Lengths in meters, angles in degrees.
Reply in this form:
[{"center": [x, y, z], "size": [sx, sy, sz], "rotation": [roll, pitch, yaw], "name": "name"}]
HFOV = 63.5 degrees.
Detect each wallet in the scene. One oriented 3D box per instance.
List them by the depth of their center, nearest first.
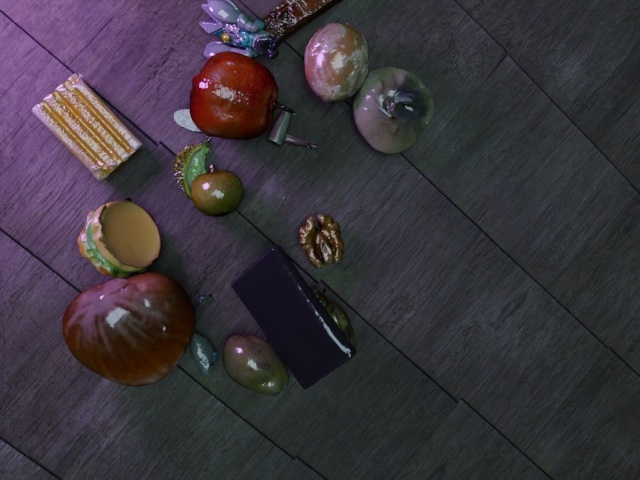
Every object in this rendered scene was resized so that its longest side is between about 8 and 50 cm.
[{"center": [-0.087, 0.236, 1.584], "size": [0.228, 0.062, 0.406], "rotation": [-40, 80, 27], "name": "wallet"}]

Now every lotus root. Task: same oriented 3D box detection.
[{"center": [0.016, 0.269, 1.655], "size": [0.154, 0.154, 0.278], "rotation": [-24, 94, -7], "name": "lotus root"}]

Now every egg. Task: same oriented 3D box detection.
[{"center": [0.046, -0.538, 1.571], "size": [0.203, 0.203, 0.245], "rotation": [13, 83, -10], "name": "egg"}]

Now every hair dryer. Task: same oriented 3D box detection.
[{"center": [-0.083, -0.332, 1.649], "size": [0.154, 0.054, 0.106], "rotation": [28, 85, -20], "name": "hair dryer"}]

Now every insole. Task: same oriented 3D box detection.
[{"center": [-0.359, -0.368, 1.615], "size": [0.193, 0.006, 0.065], "rotation": [9, 92, -10], "name": "insole"}]

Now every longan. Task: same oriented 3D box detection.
[{"center": [-0.314, -0.155, 1.572], "size": [0.154, 0.145, 0.176], "rotation": [3, 74, -34], "name": "longan"}]

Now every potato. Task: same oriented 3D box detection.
[{"center": [-0.202, 0.388, 1.604], "size": [0.235, 0.178, 0.160], "rotation": [36, 101, 2], "name": "potato"}]

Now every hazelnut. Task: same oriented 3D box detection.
[{"center": [-0.534, 0.242, 1.474], "size": [0.372, 0.372, 0.315], "rotation": [-30, 60, -6], "name": "hazelnut"}]

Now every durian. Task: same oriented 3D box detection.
[{"center": [-0.399, -0.234, 1.597], "size": [0.100, 0.086, 0.215], "rotation": [9, 97, -43], "name": "durian"}]

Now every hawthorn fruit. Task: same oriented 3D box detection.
[{"center": [-0.220, -0.406, 1.507], "size": [0.300, 0.254, 0.254], "rotation": [17, 91, 2], "name": "hawthorn fruit"}]

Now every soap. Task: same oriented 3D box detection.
[{"center": [-0.676, -0.329, 1.526], "size": [0.173, 0.089, 0.274], "rotation": [-42, 100, -5], "name": "soap"}]

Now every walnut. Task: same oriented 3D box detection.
[{"center": [0.000, 0.000, 1.669], "size": [0.142, 0.069, 0.170], "rotation": [-16, 98, -9], "name": "walnut"}]

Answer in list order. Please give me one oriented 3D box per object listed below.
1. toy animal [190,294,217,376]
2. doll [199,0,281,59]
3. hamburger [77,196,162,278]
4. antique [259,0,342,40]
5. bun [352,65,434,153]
[{"center": [-0.378, 0.302, 1.640], "size": [0.079, 0.070, 0.253], "rotation": [-2, 81, -43], "name": "toy animal"}, {"center": [-0.252, -0.625, 1.517], "size": [0.258, 0.153, 0.195], "rotation": [7, 122, 25], "name": "doll"}, {"center": [-0.594, 0.007, 1.510], "size": [0.148, 0.237, 0.237], "rotation": [-23, 99, 28], "name": "hamburger"}, {"center": [-0.056, -0.715, 1.595], "size": [0.310, 0.093, 0.087], "rotation": [-36, 99, -4], "name": "antique"}, {"center": [0.230, -0.414, 1.629], "size": [0.272, 0.168, 0.273], "rotation": [-3, 101, -13], "name": "bun"}]
